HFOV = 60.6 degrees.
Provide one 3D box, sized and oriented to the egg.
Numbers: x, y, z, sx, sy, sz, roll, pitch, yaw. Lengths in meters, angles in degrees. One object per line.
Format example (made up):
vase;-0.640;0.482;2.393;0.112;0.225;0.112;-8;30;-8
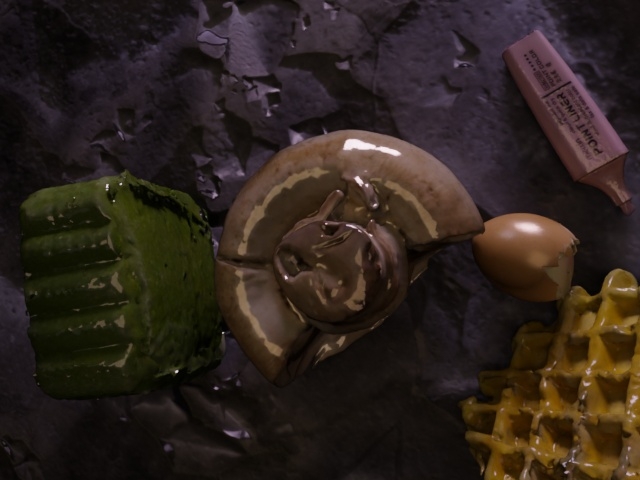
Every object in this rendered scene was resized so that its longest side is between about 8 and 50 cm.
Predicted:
egg;0.188;0.014;0.509;0.096;0.080;0.080;13;92;33

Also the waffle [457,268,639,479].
waffle;0.226;0.134;0.421;0.056;0.261;0.250;41;106;-17

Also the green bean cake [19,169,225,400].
green bean cake;-0.180;0.047;0.540;0.113;0.214;0.200;-12;86;11

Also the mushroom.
mushroom;0.000;0.000;0.502;0.254;0.195;0.189;-45;75;9

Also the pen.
pen;0.241;-0.109;0.522;0.053;0.032;0.197;-31;80;12
